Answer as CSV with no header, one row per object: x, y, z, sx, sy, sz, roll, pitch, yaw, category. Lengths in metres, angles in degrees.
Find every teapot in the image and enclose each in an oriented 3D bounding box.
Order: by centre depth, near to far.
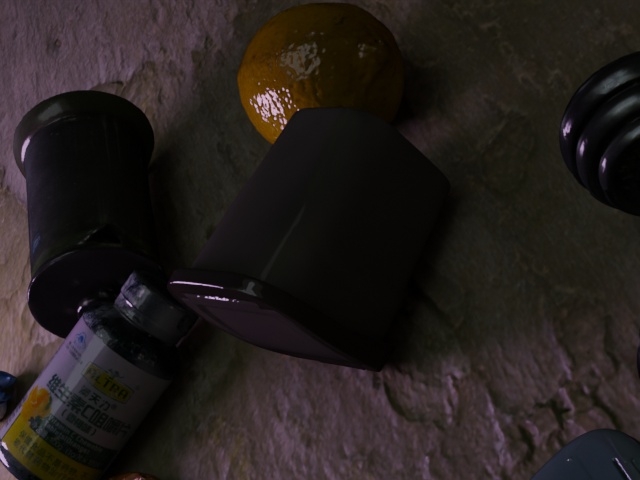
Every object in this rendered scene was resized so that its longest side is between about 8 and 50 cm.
-0.320,-0.003,2.247,0.337,0.200,0.270,-103,29,-44,teapot

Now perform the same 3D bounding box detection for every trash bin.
0.000,0.000,1.809,0.220,0.219,0.250,5,62,51,trash bin

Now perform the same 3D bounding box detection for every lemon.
0.000,-0.194,1.981,0.257,0.188,0.188,-9,56,53,lemon

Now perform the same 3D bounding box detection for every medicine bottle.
-0.274,0.179,2.067,0.293,0.141,0.141,-54,34,5,medicine bottle

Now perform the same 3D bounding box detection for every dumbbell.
0.326,-0.010,1.435,0.179,0.179,0.406,-38,38,26,dumbbell

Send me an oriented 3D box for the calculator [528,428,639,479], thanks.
0.229,0.270,1.453,0.299,0.041,0.185,-48,35,16,calculator

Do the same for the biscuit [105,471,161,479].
-0.253,0.393,1.965,0.254,0.035,0.254,-32,43,35,biscuit

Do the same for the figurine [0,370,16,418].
-0.472,0.222,2.345,0.114,0.079,0.114,-34,5,3,figurine
